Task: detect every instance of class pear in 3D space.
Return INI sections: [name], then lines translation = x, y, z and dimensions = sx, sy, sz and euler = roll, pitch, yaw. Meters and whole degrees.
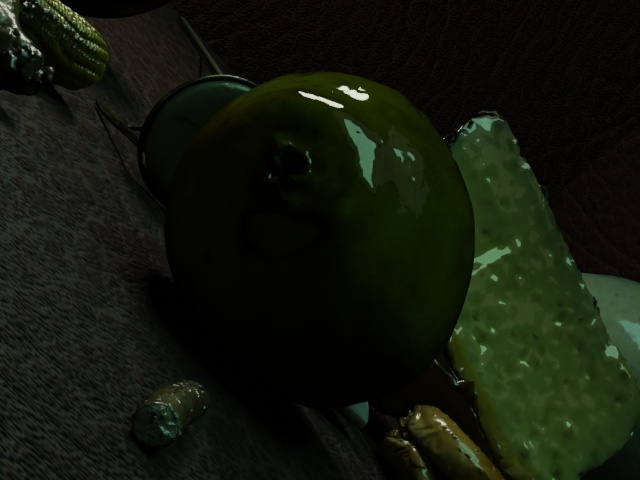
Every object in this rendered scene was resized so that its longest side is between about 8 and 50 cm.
[pear]
translation = 0.000, 0.000, 1.539
dimensions = 0.269, 0.269, 0.321
euler = 52, -7, 31

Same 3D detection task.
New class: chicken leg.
[chicken leg]
translation = -0.272, -0.200, 1.549
dimensions = 0.125, 0.080, 0.196
euler = 23, 31, -24

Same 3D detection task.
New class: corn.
[corn]
translation = -0.255, -0.189, 1.720
dimensions = 0.072, 0.072, 0.203
euler = 51, 7, 26

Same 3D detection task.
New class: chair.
[chair]
translation = -0.092, -0.080, 1.824
dimensions = 0.170, 0.160, 0.326
euler = 44, 6, -27

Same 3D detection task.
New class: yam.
[yam]
translation = -0.090, 0.103, 1.173
dimensions = 0.032, 0.032, 0.145
euler = 49, 4, 2

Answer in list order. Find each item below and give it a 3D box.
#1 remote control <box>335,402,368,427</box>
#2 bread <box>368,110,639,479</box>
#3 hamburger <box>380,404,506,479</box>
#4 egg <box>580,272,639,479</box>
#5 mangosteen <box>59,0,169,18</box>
[remote control]
translation = -0.029, 0.068, 1.842
dimensions = 0.103, 0.051, 0.293
euler = 45, 6, -37
[bread]
translation = 0.177, 0.068, 1.919
dimensions = 0.315, 0.248, 0.279
euler = 33, -40, 26
[hamburger]
translation = 0.122, 0.224, 1.804
dimensions = 0.138, 0.083, 0.147
euler = 44, 3, -47
[egg]
translation = 0.335, 0.221, 2.192
dimensions = 0.428, 0.345, 0.345
euler = 37, 10, -29
[mangosteen]
translation = -0.250, -0.397, 2.184
dimensions = 0.311, 0.311, 0.311
euler = 49, 5, -6
